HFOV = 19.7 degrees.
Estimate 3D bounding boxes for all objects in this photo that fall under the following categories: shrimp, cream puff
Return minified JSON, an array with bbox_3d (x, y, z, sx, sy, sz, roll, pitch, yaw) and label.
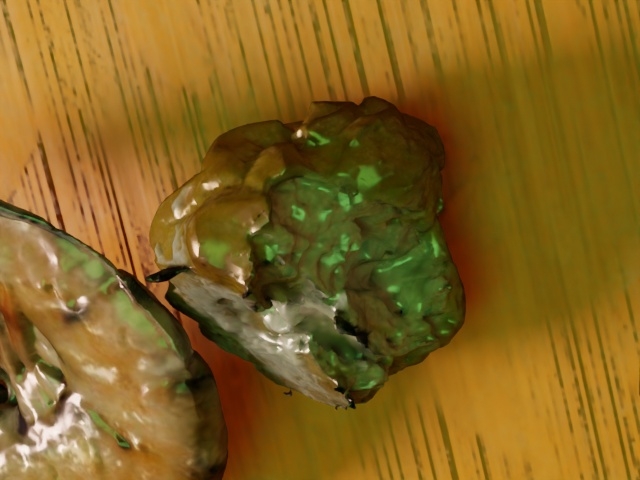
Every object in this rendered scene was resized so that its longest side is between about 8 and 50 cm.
[{"bbox_3d":[-0.212,0.060,0.961,0.365,0.071,0.233,8,126,26],"label":"shrimp"},{"bbox_3d":[0.001,-0.001,0.866,0.121,0.156,0.156,37,124,57],"label":"cream puff"}]

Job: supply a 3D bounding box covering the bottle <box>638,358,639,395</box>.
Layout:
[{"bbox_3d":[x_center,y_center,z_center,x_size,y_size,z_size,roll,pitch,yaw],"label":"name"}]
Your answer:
[{"bbox_3d":[0.183,-0.063,0.786,0.082,0.082,0.286,6,107,21],"label":"bottle"}]
